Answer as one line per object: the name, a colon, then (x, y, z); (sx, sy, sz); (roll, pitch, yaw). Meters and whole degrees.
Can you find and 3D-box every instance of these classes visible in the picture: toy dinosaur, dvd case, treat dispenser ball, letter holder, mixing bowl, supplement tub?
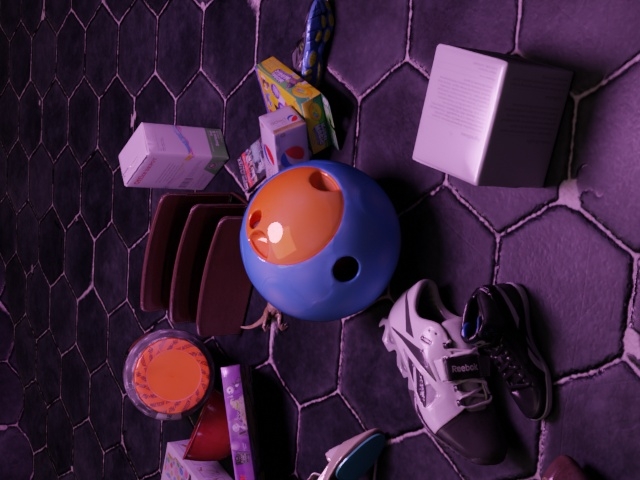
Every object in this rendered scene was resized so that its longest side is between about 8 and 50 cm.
toy dinosaur: (-0.107, 0.159, 1.945); (0.183, 0.053, 0.093); (-56, 33, 29)
dvd case: (-0.146, -0.172, 1.999); (0.119, 0.013, 0.087); (-38, 62, 49)
treat dispenser ball: (0.000, 0.000, 1.579); (0.288, 0.288, 0.288); (4, 94, 53)
letter holder: (-0.275, 0.055, 2.014); (0.152, 0.214, 0.302); (37, 120, 46)
mixing bowl: (-0.240, 0.439, 2.056); (0.181, 0.098, 0.182); (-158, 90, -85)
supplement tub: (-0.358, 0.308, 2.065); (0.338, 0.207, 0.207); (159, 106, -75)

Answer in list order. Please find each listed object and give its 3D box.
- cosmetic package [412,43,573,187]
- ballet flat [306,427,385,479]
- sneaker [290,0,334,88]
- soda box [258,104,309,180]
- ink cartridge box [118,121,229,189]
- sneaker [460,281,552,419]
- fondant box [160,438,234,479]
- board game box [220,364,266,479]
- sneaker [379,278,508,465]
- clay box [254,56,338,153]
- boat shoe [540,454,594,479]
cosmetic package: (0.257, -0.186, 1.336); (0.151, 0.151, 0.184); (32, 115, 49)
ballet flat: (0.023, 0.442, 1.664); (0.248, 0.086, 0.086); (-53, 40, -7)
sneaker: (-0.026, -0.395, 1.780); (0.078, 0.067, 0.188); (34, 121, 41)
soda box: (-0.068, -0.159, 1.770); (0.069, 0.073, 0.216); (52, 158, 38)
ink cartridge box: (-0.350, -0.197, 2.106); (0.154, 0.212, 0.093); (-42, 59, 46)
sneaker: (0.273, 0.174, 1.356); (0.079, 0.121, 0.217); (-30, 68, 51)
fondant box: (-0.281, 0.671, 2.152); (0.330, 0.096, 0.239); (34, 118, 47)
board game box: (-0.159, 0.444, 1.923); (0.208, 0.056, 0.347); (101, 161, -81)
sneaker: (0.211, 0.204, 1.440); (0.331, 0.122, 0.146); (58, 136, 34)
clay box: (-0.047, -0.267, 1.781); (0.222, 0.053, 0.128); (45, 158, 44)
boat shoe: (0.316, 0.471, 1.329); (0.123, 0.123, 0.342); (-122, 44, -54)
